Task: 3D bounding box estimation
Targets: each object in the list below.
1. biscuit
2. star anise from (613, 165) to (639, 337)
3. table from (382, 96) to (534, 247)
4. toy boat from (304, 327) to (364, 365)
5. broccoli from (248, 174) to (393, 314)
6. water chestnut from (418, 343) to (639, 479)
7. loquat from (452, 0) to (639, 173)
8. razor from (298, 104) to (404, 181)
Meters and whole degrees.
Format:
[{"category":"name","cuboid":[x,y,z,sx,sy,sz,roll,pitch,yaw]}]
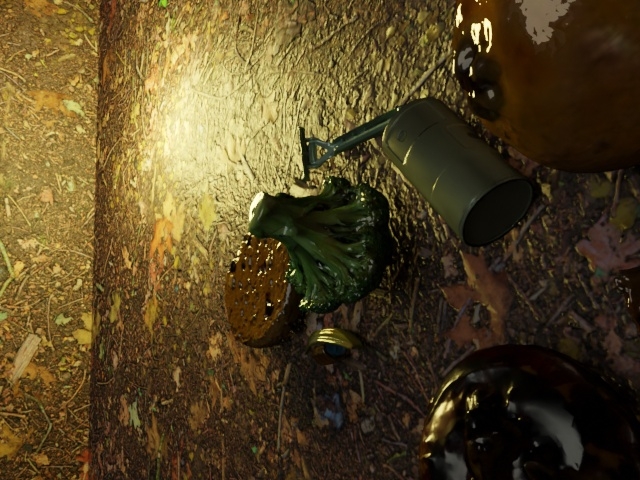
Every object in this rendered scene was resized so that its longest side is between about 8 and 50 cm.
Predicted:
[{"category":"biscuit","cuboid":[-0.119,0.099,1.350,0.296,0.075,0.296,-17,68,52]},{"category":"star anise","cuboid":[0.391,0.062,0.617,0.148,0.237,0.346,-17,60,17]},{"category":"table","cuboid":[0.201,-0.106,0.912,0.220,0.126,0.126,56,129,39]},{"category":"toy boat","cuboid":[0.025,0.205,1.164,0.172,0.065,0.066,-25,54,54]},{"category":"broccoli","cuboid":[0.000,0.000,1.049,0.269,0.269,0.254,19,87,51]},{"category":"water chestnut","cuboid":[0.236,0.262,0.720,0.300,0.300,0.300,-6,83,52]},{"category":"loquat","cuboid":[0.293,-0.231,0.642,0.328,0.328,0.328,-6,83,52]},{"category":"razor","cuboid":[0.062,-0.199,1.168,0.278,0.056,0.111,-14,78,44]}]
